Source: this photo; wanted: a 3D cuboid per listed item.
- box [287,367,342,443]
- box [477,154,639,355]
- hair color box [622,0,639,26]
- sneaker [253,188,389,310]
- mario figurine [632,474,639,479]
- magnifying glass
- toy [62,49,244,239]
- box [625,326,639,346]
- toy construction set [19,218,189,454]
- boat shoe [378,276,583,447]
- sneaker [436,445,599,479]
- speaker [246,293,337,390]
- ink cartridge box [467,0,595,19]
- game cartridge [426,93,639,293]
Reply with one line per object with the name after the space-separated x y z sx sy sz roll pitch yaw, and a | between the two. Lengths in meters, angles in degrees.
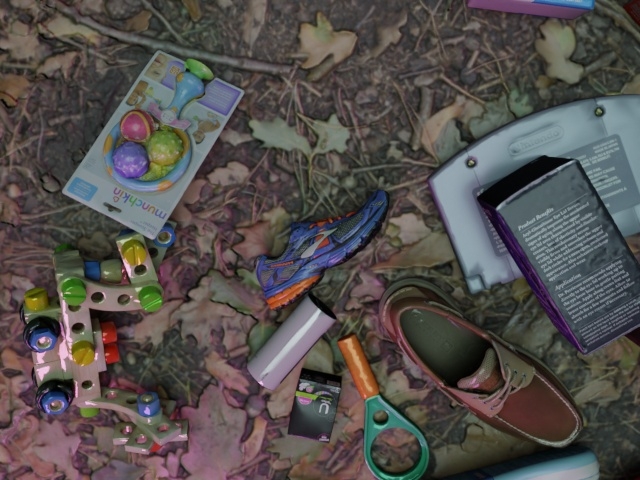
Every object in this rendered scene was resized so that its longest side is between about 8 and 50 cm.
-0.007 0.230 1.073 0.062 0.052 0.083 12 99 1 | box
0.294 0.010 0.928 0.108 0.153 0.207 -32 94 7 | box
0.438 -0.309 0.921 0.093 0.167 0.053 -43 94 7 | hair color box
0.000 0.000 1.031 0.221 0.083 0.087 -38 85 3 | sneaker
0.537 0.417 1.014 0.320 0.170 0.198 19 100 -1 | mario figurine
0.081 0.240 1.084 0.092 0.026 0.231 -23 95 6 | magnifying glass
-0.213 -0.137 0.984 0.136 0.056 0.237 27 70 6 | toy
0.515 0.112 0.955 0.167 0.203 0.169 34 97 -1 | box
-0.283 0.135 1.038 0.214 0.151 0.328 -10 106 -21 | toy construction set
0.211 0.177 1.022 0.324 0.116 0.123 34 98 -2 | boat shoe
0.242 0.416 1.031 0.318 0.127 0.208 -17 82 6 | sneaker
-0.040 0.139 1.061 0.055 0.055 0.136 40 97 -3 | speaker
0.275 -0.393 0.959 0.148 0.086 0.203 8 97 2 | ink cartridge box
0.303 -0.072 1.018 0.297 0.062 0.198 -21 92 5 | game cartridge
